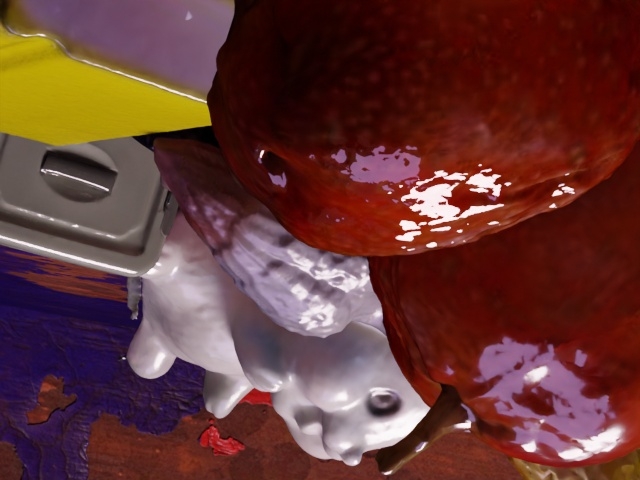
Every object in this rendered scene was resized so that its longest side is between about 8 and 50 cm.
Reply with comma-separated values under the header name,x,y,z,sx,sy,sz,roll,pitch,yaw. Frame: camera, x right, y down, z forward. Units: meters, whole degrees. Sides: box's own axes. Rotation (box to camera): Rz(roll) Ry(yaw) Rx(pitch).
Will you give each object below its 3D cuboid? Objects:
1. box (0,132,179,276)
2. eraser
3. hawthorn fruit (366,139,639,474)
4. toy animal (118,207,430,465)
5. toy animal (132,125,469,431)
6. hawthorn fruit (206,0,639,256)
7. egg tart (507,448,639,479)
name,x,y,z,sx,sy,sz,roll,pitch,yaw
box,-0.188,-0.052,1.078,0.172,0.124,0.093,19,177,-38
eraser,-0.148,-0.107,0.832,0.158,0.069,0.226,18,167,-38
hawthorn fruit,0.113,0.021,0.759,0.205,0.253,0.205,30,159,12
toy animal,-0.024,0.065,1.260,0.289,0.174,0.249,41,153,-7
toy animal,0.004,0.011,0.942,0.324,0.090,0.195,44,-166,8
hawthorn fruit,0.042,-0.067,0.609,0.179,0.173,0.173,17,168,-33
egg tart,0.154,0.052,0.973,0.116,0.295,0.295,-30,158,14
